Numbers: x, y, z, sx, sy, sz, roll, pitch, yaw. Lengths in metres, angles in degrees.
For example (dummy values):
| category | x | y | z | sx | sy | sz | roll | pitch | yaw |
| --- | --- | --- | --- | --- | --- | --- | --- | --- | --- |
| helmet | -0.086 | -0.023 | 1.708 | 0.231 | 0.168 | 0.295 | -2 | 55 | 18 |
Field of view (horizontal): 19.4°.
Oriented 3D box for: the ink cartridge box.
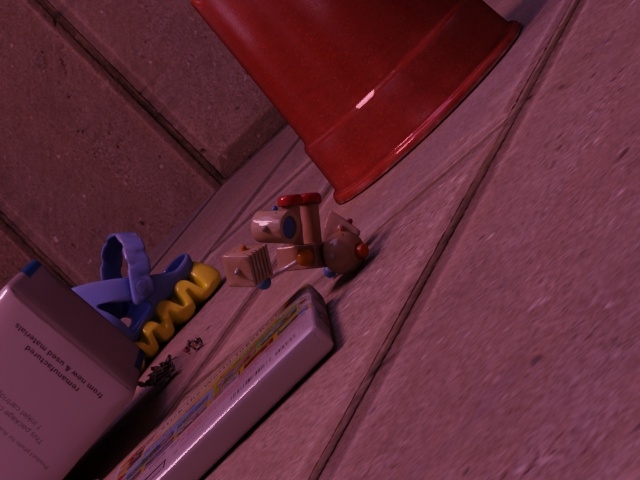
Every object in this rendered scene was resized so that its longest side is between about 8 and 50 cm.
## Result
| category | x | y | z | sx | sy | sz | roll | pitch | yaw |
| --- | --- | --- | --- | --- | --- | --- | --- | --- | --- |
| ink cartridge box | -0.364 | 0.228 | 1.869 | 0.395 | 0.166 | 0.285 | -49 | 6 | 2 |

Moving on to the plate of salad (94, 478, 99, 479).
| category | x | y | z | sx | sy | sz | roll | pitch | yaw |
| --- | --- | --- | --- | --- | --- | --- | --- | --- | --- |
| plate of salad | -0.261 | 0.272 | 1.589 | 0.200 | 0.048 | 0.200 | -37 | 0 | 0 |

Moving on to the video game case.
| category | x | y | z | sx | sy | sz | roll | pitch | yaw |
| --- | --- | --- | --- | --- | --- | --- | --- | --- | --- |
| video game case | -0.079 | 0.133 | 1.437 | 0.227 | 0.026 | 0.206 | -45 | 7 | 4 |

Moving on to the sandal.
| category | x | y | z | sx | sy | sz | roll | pitch | yaw |
| --- | --- | --- | --- | --- | --- | --- | --- | --- | --- |
| sandal | -0.260 | 0.107 | 2.218 | 0.126 | 0.138 | 0.317 | -33 | 15 | 52 |

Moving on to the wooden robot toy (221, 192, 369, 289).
| category | x | y | z | sx | sy | sz | roll | pitch | yaw |
| --- | --- | --- | --- | --- | --- | --- | --- | --- | --- |
| wooden robot toy | 0.000 | 0.000 | 1.541 | 0.079 | 0.076 | 0.173 | 1 | 6 | 36 |

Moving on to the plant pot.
| category | x | y | z | sx | sy | sz | roll | pitch | yaw |
| --- | --- | --- | --- | --- | --- | --- | --- | --- | --- |
| plant pot | 0.023 | -0.227 | 1.977 | 0.272 | 0.265 | 0.272 | -44 | 6 | 6 |

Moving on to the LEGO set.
| category | x | y | z | sx | sy | sz | roll | pitch | yaw |
| --- | --- | --- | --- | --- | --- | --- | --- | --- | --- |
| LEGO set | -0.153 | 0.131 | 1.937 | 0.083 | 0.023 | 0.054 | -32 | 8 | -7 |
